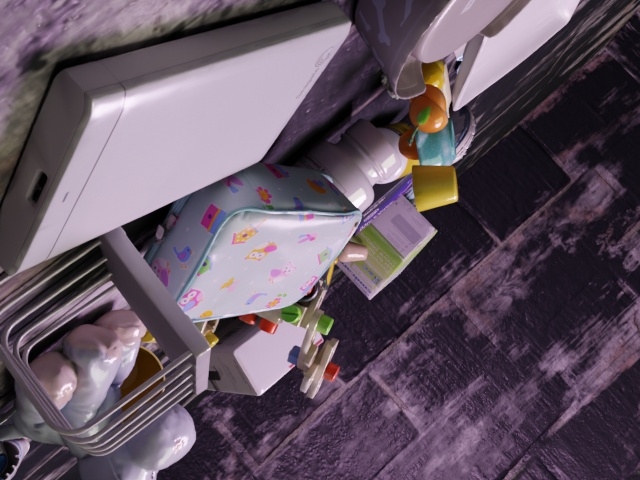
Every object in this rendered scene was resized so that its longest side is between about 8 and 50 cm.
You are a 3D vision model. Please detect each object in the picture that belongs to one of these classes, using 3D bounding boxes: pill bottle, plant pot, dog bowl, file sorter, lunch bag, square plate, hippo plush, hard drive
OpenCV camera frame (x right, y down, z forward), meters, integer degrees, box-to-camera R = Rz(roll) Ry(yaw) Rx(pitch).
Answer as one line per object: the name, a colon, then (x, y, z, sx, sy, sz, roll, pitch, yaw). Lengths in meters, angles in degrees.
pill bottle: (0.123, -0.161, 1.506, 0.103, 0.103, 0.184, -47, 171, 26)
plant pot: (-0.333, 0.227, 1.350, 0.134, 0.134, 0.095, -41, -164, -12)
dog bowl: (0.183, -0.326, 0.959, 0.349, 0.102, 0.349, -41, 171, -8)
file sorter: (-0.251, 0.123, 0.925, 0.173, 0.193, 0.277, -36, 170, -18)
lunch bag: (-0.097, 0.007, 1.081, 0.279, 0.108, 0.224, -1, 136, -49)
square plate: (0.354, -0.414, 1.325, 0.347, 0.049, 0.344, -39, 160, -26)
hippo plush: (-0.311, 0.265, 1.142, 0.294, 0.236, 0.234, -41, 176, -15)
pill bottle: (0.010, -0.082, 1.286, 0.229, 0.131, 0.131, -41, 172, -4)
hard drive: (-0.133, -0.108, 0.785, 0.353, 0.047, 0.233, -34, 168, -49)

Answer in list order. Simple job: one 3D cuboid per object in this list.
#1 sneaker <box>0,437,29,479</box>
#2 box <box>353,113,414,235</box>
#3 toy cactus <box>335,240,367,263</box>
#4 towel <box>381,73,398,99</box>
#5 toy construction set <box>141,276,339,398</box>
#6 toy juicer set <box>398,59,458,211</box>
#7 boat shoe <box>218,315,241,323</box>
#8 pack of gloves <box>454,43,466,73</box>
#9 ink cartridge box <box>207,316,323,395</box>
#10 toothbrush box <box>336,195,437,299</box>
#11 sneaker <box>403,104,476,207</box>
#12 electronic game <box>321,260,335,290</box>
sneaker: (-0.554, 0.402, 1.358, 0.191, 0.071, 0.083, -43, 177, 4)
box: (0.141, -0.144, 1.702, 0.261, 0.103, 0.184, -41, 169, -9)
toy cactus: (0.016, 0.029, 1.808, 0.181, 0.112, 0.219, 5, 163, -16)
towel: (0.151, -0.279, 1.315, 0.113, 0.023, 0.152, -43, 172, 8)
toy construction set: (-0.106, 0.125, 1.305, 0.151, 0.328, 0.215, -144, -102, -85)
toy juicer set: (0.161, -0.190, 1.277, 0.090, 0.209, 0.329, -7, -160, 13)
boat shoe: (-0.151, 0.110, 1.625, 0.319, 0.099, 0.116, -41, 172, -12)
pack of gloves: (0.338, -0.391, 1.542, 0.195, 0.046, 0.232, -44, 171, 6)
ink cartridge box: (-0.161, 0.220, 1.720, 0.197, 0.114, 0.273, -37, -162, -34)
toothbrush box: (0.123, -0.010, 1.925, 0.122, 0.206, 0.283, -40, 172, -23)
sneaker: (0.259, -0.214, 1.863, 0.110, 0.122, 0.283, -12, -133, 60)
electronic game: (0.000, 0.000, 1.550, 0.229, 0.048, 0.229, 5, 90, -76)
